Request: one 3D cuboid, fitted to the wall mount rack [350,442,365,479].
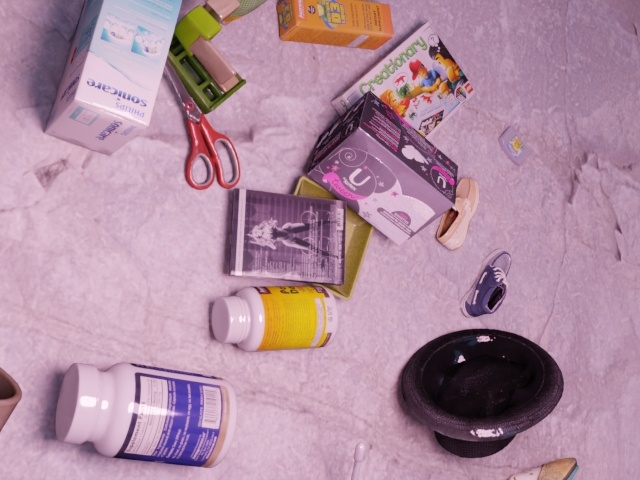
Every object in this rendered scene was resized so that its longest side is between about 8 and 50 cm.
[{"bbox_3d":[0.056,0.548,1.456,0.304,0.130,0.350,60,34,-10],"label":"wall mount rack"}]

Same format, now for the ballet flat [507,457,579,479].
[{"bbox_3d":[0.421,0.564,1.760,0.348,0.123,0.123,-46,105,-29],"label":"ballet flat"}]

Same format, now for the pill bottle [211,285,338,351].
[{"bbox_3d":[-0.083,0.141,1.521,0.215,0.117,0.117,1,82,-30],"label":"pill bottle"}]

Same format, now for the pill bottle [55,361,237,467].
[{"bbox_3d":[-0.283,0.281,1.363,0.265,0.153,0.153,15,75,-27],"label":"pill bottle"}]

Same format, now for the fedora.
[{"bbox_3d":[0.321,0.323,1.684,0.334,0.334,0.152,-23,128,-31],"label":"fedora"}]

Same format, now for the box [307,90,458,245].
[{"bbox_3d":[0.124,-0.135,1.634,0.247,0.163,0.142,38,37,-17],"label":"box"}]

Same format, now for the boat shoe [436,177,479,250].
[{"bbox_3d":[0.294,-0.065,1.804,0.059,0.063,0.170,28,70,-30],"label":"boat shoe"}]

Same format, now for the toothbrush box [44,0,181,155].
[{"bbox_3d":[-0.339,-0.314,1.389,0.126,0.216,0.295,18,75,-27],"label":"toothbrush box"}]

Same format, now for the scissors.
[{"bbox_3d":[-0.225,-0.233,1.534,0.109,0.021,0.297,-19,99,-26],"label":"scissors"}]

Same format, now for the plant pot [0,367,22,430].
[{"bbox_3d":[-0.612,0.263,1.113,0.323,0.323,0.280,28,85,-24],"label":"plant pot"}]

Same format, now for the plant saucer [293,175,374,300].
[{"bbox_3d":[0.000,0.000,1.634,0.188,0.045,0.188,28,69,-23],"label":"plant saucer"}]

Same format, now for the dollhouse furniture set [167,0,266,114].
[{"bbox_3d":[-0.123,-0.399,1.537,0.301,0.197,0.151,-46,104,-27],"label":"dollhouse furniture set"}]

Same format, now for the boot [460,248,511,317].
[{"bbox_3d":[0.383,0.091,1.817,0.069,0.086,0.190,43,64,-17],"label":"boot"}]

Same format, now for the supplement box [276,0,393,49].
[{"bbox_3d":[0.032,-0.446,1.705,0.233,0.080,0.078,-3,81,-28],"label":"supplement box"}]

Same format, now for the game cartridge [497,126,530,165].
[{"bbox_3d":[0.450,-0.217,1.947,0.056,0.017,0.083,-47,105,-23],"label":"game cartridge"}]

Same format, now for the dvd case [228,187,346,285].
[{"bbox_3d":[-0.059,-0.005,1.559,0.221,0.018,0.164,6,76,-18],"label":"dvd case"}]

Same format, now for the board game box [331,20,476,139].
[{"bbox_3d":[0.183,-0.306,1.784,0.305,0.053,0.193,-45,104,-28],"label":"board game box"}]
